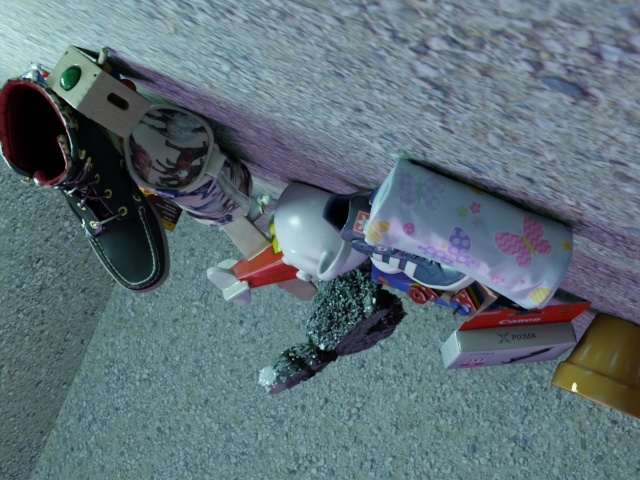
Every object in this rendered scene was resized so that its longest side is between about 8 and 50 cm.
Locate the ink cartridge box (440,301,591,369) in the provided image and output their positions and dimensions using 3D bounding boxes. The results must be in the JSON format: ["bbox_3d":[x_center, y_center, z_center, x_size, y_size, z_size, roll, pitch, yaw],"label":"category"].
[{"bbox_3d":[0.427,0.211,1.797,0.275,0.060,0.239,-3,156,-10],"label":"ink cartridge box"}]

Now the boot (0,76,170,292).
[{"bbox_3d":[-0.393,-0.090,1.380,0.138,0.377,0.284,-22,173,4],"label":"boot"}]

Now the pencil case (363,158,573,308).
[{"bbox_3d":[0.195,-0.008,1.095,0.273,0.124,0.113,22,176,2],"label":"pencil case"}]

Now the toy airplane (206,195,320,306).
[{"bbox_3d":[-0.137,0.032,2.367,0.384,0.272,0.386,11,145,-11],"label":"toy airplane"}]

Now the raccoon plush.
[{"bbox_3d":[-0.007,0.133,2.014,0.299,0.446,0.216,58,165,27],"label":"raccoon plush"}]

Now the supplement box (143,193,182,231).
[{"bbox_3d":[-0.460,-0.154,2.211,0.129,0.194,0.191,19,175,41],"label":"supplement box"}]

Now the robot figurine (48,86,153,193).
[{"bbox_3d":[-0.449,-0.200,1.649,0.211,0.085,0.291,-7,134,35],"label":"robot figurine"}]

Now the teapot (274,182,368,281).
[{"bbox_3d":[0.000,0.000,1.777,0.252,0.187,0.256,21,175,26],"label":"teapot"}]

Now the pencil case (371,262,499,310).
[{"bbox_3d":[0.260,0.074,1.832,0.306,0.133,0.119,18,149,33],"label":"pencil case"}]

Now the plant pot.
[{"bbox_3d":[0.644,0.271,1.831,0.205,0.188,0.205,22,176,1],"label":"plant pot"}]

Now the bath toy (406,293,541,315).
[{"bbox_3d":[0.359,0.123,1.989,0.348,0.129,0.151,16,128,45],"label":"bath toy"}]

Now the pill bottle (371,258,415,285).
[{"bbox_3d":[0.167,0.022,1.706,0.112,0.112,0.187,19,175,37],"label":"pill bottle"}]

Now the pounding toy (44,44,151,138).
[{"bbox_3d":[-0.339,-0.242,1.265,0.130,0.100,0.141,37,-177,37],"label":"pounding toy"}]

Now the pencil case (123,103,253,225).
[{"bbox_3d":[-0.237,-0.129,1.592,0.183,0.160,0.410,35,177,9],"label":"pencil case"}]

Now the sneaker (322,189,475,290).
[{"bbox_3d":[0.125,-0.010,1.374,0.148,0.131,0.350,20,178,-34],"label":"sneaker"}]

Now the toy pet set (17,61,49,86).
[{"bbox_3d":[-0.549,-0.321,1.651,0.114,0.065,0.122,-18,160,23],"label":"toy pet set"}]

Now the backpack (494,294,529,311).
[{"bbox_3d":[0.379,0.090,1.624,0.105,0.084,0.114,24,170,29],"label":"backpack"}]

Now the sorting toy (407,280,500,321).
[{"bbox_3d":[0.264,0.095,1.601,0.132,0.046,0.274,43,149,5],"label":"sorting toy"}]
